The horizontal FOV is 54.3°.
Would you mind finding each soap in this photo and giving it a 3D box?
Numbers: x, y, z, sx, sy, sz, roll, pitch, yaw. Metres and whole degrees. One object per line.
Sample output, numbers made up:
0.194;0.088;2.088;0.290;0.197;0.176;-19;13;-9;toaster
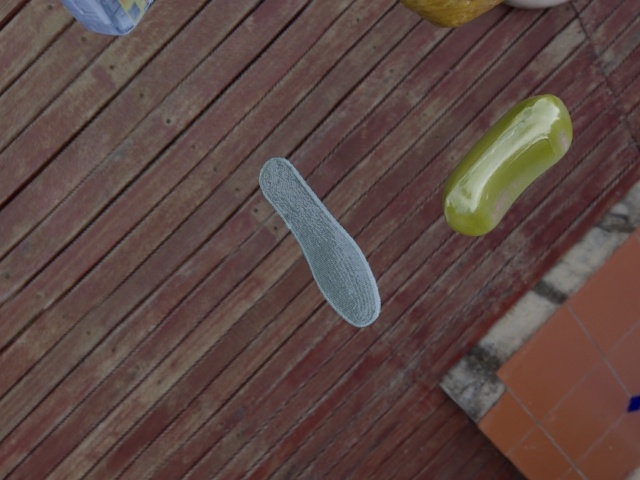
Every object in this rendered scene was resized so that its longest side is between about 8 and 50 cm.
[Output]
0.160;-0.064;0.544;0.140;0.045;0.089;-47;145;5;soap

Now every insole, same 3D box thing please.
0.000;0.000;0.739;0.080;0.003;0.232;-35;86;32;insole

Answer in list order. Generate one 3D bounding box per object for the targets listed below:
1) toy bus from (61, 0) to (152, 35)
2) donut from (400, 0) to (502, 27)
-0.225;-0.269;0.572;0.190;0.064;0.075;63;42;-64;toy bus
0.094;-0.348;0.548;0.150;0.317;0.299;-28;121;32;donut
